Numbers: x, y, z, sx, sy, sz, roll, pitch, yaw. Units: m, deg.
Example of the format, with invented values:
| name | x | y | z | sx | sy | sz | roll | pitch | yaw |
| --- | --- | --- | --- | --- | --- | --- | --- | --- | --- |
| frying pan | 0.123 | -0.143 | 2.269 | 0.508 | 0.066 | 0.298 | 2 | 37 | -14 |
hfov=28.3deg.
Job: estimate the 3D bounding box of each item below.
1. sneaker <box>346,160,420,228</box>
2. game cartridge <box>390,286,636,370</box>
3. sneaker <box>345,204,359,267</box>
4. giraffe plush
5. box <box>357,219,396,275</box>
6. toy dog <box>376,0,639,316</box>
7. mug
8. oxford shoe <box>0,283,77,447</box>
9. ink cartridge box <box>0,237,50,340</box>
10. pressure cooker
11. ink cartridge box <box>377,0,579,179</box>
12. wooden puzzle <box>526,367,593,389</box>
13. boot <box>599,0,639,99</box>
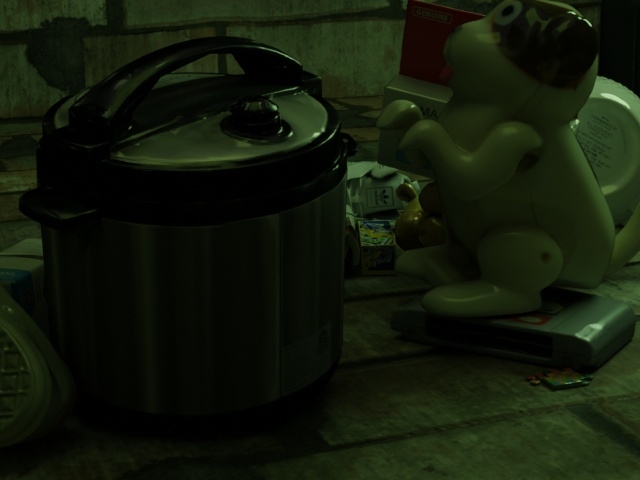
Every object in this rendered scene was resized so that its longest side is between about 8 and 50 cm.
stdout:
| name | x | y | z | sx | sy | sz | roll | pitch | yaw |
| --- | --- | --- | --- | --- | --- | --- | --- | --- | --- |
| sneaker | 0.032 | -0.082 | 2.311 | 0.210 | 0.137 | 0.366 | 3 | 12 | 27 |
| game cartridge | 0.269 | 0.108 | 1.744 | 0.294 | 0.060 | 0.196 | 8 | 13 | 31 |
| sneaker | 0.000 | 0.000 | 2.067 | 0.126 | 0.127 | 0.321 | -15 | -12 | 5 |
| giraffe plush | 0.194 | -0.031 | 2.091 | 0.171 | 0.181 | 0.210 | 1 | 5 | 45 |
| box | 0.093 | 0.011 | 2.119 | 0.059 | 0.054 | 0.169 | -1 | 15 | 0 |
| toy dog | 0.275 | -0.126 | 1.733 | 0.396 | 0.407 | 0.284 | -1 | 15 | 1 |
| mug | 0.466 | -0.111 | 2.117 | 0.374 | 0.276 | 0.328 | 44 | 3 | 2 |
| oxford shoe | -0.432 | 0.083 | 1.477 | 0.449 | 0.169 | 0.130 | 43 | 0 | 31 |
| ink cartridge box | -0.383 | 0.092 | 1.650 | 0.086 | 0.148 | 0.203 | 1 | 15 | 14 |
| pressure cooker | -0.143 | -0.030 | 1.498 | 0.376 | 0.420 | 0.370 | 1 | 26 | 0 |
| ink cartridge box | 0.242 | -0.204 | 1.914 | 0.296 | 0.261 | 0.066 | 16 | 33 | 17 |
| wooden puzzle | 0.300 | 0.172 | 1.580 | 0.083 | 0.006 | 0.049 | -6 | 15 | -18 |
| boot | 0.534 | -0.266 | 2.377 | 0.367 | 0.445 | 0.146 | 12 | 19 | 40 |
